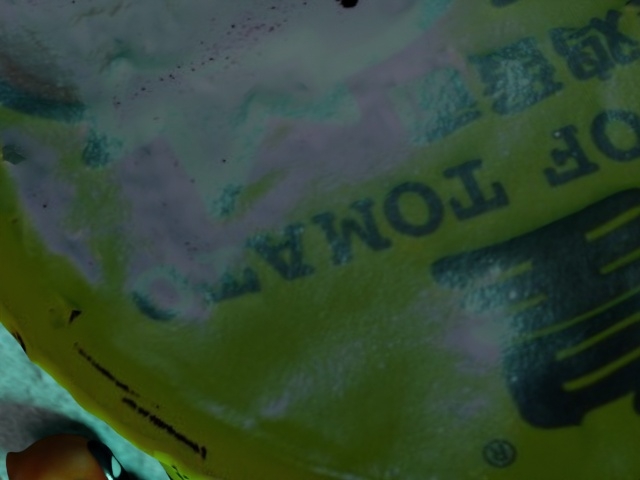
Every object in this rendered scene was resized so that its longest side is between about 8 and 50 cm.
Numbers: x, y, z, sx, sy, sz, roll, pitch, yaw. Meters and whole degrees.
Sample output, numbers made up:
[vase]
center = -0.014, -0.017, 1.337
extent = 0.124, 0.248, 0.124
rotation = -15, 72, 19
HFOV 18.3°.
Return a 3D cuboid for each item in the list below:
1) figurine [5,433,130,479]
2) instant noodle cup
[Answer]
[figurine]
center = -0.133, 0.170, 1.221
extent = 0.140, 0.068, 0.075
rotation = 40, 136, -7
[instant noodle cup]
center = 0.066, -0.011, 0.590
extent = 0.326, 0.325, 0.254
rotation = 11, 152, 12
